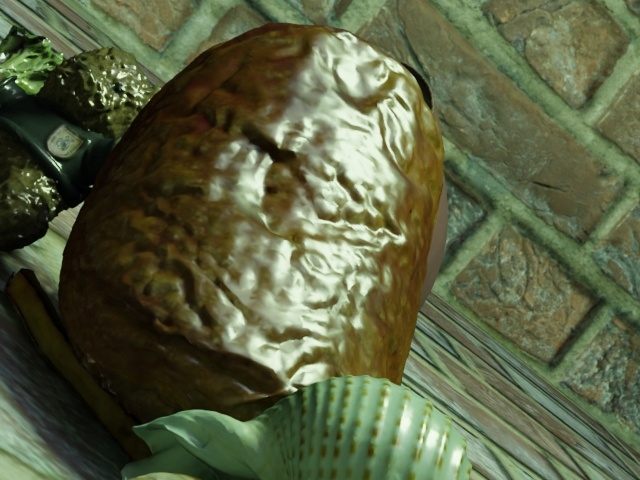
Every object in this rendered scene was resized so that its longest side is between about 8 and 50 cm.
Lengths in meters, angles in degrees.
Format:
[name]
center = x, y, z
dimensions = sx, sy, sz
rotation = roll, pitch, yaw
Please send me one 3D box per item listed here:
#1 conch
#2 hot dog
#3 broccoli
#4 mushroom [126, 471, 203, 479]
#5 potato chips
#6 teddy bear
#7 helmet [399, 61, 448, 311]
[conch]
center = -0.006, 0.157, 0.775
dimensions = 0.200, 0.172, 0.131
rotation = 2, -33, 32
[hot dog]
center = -0.033, 0.018, 1.000
dimensions = 0.267, 0.174, 0.387
rotation = 36, 44, -17
[broccoli]
center = -0.309, -0.127, 1.279
dimensions = 0.122, 0.118, 0.204
rotation = 51, 23, 0
[mushroom]
center = 0.047, 0.251, 0.602
dimensions = 0.397, 0.126, 0.177
rotation = 45, 15, 9
[potato chips]
center = -0.163, 0.083, 0.949
dimensions = 0.204, 0.026, 0.037
rotation = 45, 2, 34
[teddy bear]
center = -0.232, -0.072, 1.131
dimensions = 0.182, 0.129, 0.251
rotation = 39, 45, 8
[helmet]
center = 0.000, 0.000, 1.310
dimensions = 0.271, 0.338, 0.197
rotation = -6, -58, 37
